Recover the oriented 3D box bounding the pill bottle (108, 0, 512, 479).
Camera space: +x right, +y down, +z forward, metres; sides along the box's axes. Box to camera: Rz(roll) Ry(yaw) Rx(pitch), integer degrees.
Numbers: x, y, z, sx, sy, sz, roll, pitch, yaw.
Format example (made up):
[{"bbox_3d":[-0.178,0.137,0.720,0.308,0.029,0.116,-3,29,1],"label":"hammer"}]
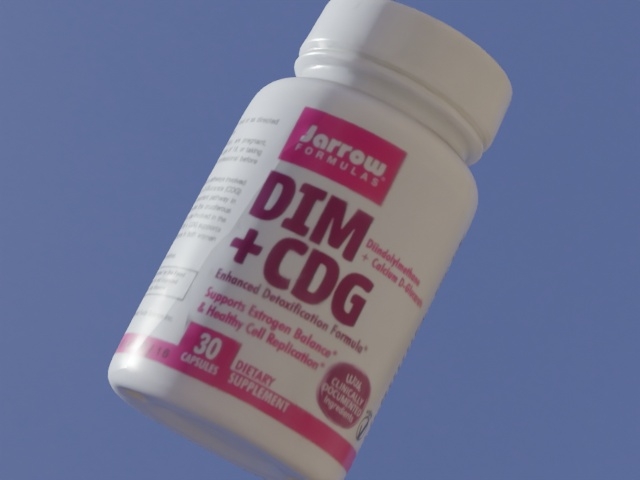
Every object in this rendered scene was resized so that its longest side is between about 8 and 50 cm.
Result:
[{"bbox_3d":[0.000,0.000,1.150,0.160,0.160,0.283,39,-108,-41],"label":"pill bottle"}]
